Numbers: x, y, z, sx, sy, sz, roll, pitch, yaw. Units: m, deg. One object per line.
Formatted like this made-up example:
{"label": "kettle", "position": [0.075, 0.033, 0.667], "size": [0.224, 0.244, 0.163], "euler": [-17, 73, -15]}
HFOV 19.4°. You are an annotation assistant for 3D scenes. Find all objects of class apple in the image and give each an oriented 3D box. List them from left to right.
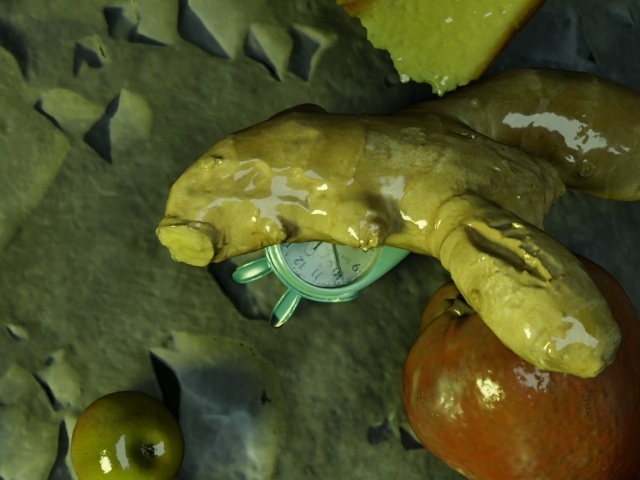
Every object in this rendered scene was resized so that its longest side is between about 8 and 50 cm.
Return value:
{"label": "apple", "position": [-0.146, 0.159, 1.430], "size": [0.089, 0.074, 0.089], "euler": [4, 82, -34]}

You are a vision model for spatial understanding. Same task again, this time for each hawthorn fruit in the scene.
{"label": "hawthorn fruit", "position": [0.181, 0.132, 1.453], "size": [0.199, 0.199, 0.251], "euler": [-40, 107, -11]}

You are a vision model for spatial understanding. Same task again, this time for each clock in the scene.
{"label": "clock", "position": [0.000, 0.000, 1.482], "size": [0.147, 0.045, 0.108], "euler": [-42, 97, -10]}

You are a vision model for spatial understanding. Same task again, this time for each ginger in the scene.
{"label": "ginger", "position": [0.089, -0.055, 1.417], "size": [0.348, 0.122, 0.363], "euler": [19, 42, 10]}

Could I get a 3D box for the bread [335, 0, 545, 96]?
{"label": "bread", "position": [0.123, -0.309, 1.460], "size": [0.233, 0.245, 0.362], "euler": [40, 94, -11]}
